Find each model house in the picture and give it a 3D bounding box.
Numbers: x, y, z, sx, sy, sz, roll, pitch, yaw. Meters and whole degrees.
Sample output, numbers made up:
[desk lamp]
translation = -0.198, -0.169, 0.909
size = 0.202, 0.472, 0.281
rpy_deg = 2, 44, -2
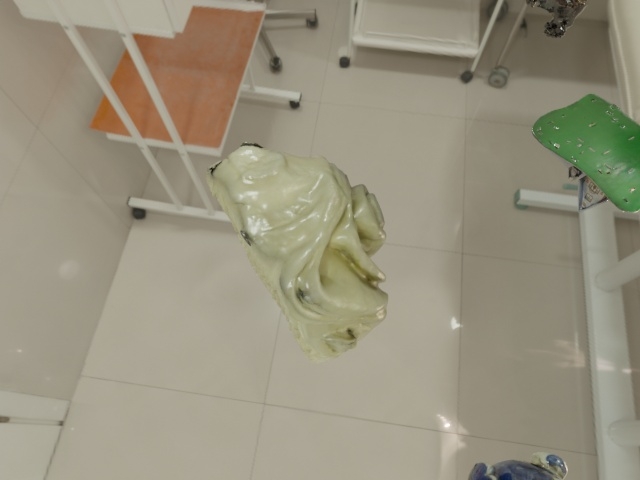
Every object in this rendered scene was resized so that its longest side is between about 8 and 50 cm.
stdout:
[model house]
translation = 0.353, -0.092, 0.589
size = 0.117, 0.088, 0.167
rpy_deg = -30, 60, -9

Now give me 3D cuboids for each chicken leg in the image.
[chicken leg]
translation = 0.430, -0.466, 0.803
size = 0.105, 0.063, 0.233
rpy_deg = 19, 88, -3

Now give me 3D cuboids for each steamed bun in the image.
[steamed bun]
translation = 0.000, 0.000, 0.768
size = 0.238, 0.347, 0.393
rpy_deg = -30, 110, -12

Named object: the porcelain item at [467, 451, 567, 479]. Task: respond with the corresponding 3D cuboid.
[porcelain item]
translation = 0.287, 0.379, 0.512
size = 0.288, 0.186, 0.138
rpy_deg = 39, 113, -7
